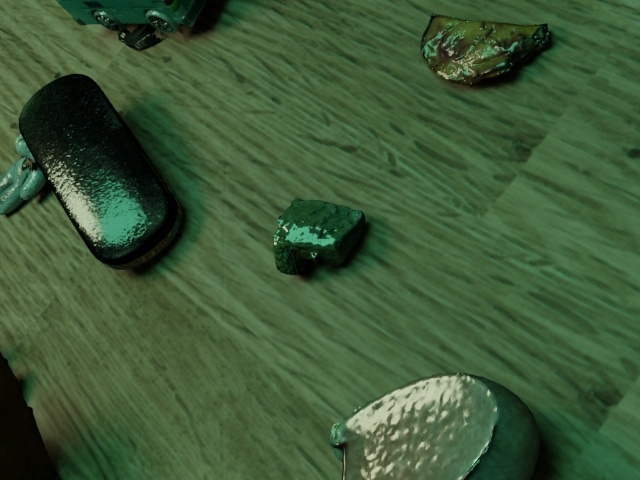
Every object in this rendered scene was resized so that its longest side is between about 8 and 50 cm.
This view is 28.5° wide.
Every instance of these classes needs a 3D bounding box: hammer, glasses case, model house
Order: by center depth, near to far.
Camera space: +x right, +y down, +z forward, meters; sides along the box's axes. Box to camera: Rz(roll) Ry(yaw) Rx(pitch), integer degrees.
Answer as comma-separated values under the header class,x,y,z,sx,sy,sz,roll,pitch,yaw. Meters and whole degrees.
class,x,y,z,sx,sy,sz,roll,pitch,yaw
model house,0.000,0.000,1.349,0.083,0.066,0.078,11,56,24
glasses case,-0.282,-0.093,1.594,0.122,0.082,0.321,-37,55,0
hammer,-0.209,-0.353,1.787,0.078,0.021,0.201,31,84,47

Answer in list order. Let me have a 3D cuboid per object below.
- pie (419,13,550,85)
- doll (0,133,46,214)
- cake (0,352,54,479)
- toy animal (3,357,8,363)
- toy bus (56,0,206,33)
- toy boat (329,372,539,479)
class,x,y,z,sx,sy,sz,roll,pitch,yaw
pie,0.168,-0.208,1.365,0.170,0.034,0.092,10,65,42
doll,-0.401,-0.114,1.737,0.180,0.075,0.120,-36,50,16
cake,-0.478,0.241,1.409,0.293,0.198,0.196,-10,22,30
toy animal,-0.466,0.194,1.585,0.179,0.116,0.218,-28,68,60
toy bus,-0.269,-0.374,1.729,0.256,0.147,0.128,9,67,42
toy boat,0.100,0.201,1.117,0.227,0.085,0.155,-27,38,38
